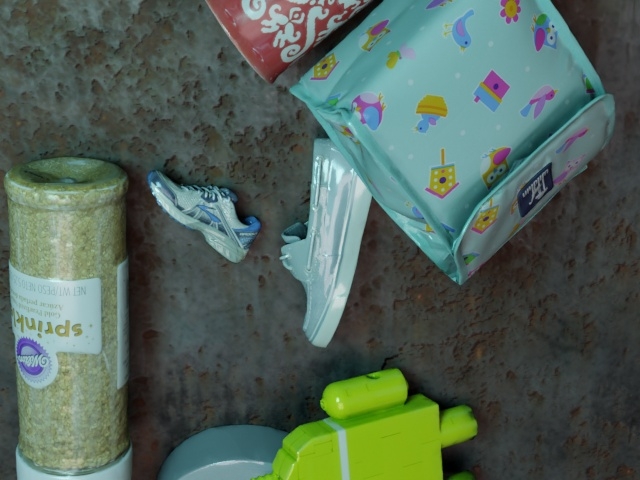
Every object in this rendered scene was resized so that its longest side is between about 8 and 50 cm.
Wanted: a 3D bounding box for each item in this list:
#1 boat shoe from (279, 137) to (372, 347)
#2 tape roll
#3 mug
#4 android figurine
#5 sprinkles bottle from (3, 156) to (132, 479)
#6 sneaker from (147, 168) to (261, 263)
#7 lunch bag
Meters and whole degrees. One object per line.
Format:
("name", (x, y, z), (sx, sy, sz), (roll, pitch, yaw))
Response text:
("boat shoe", (0.000, 0.000, 1.118), (0.081, 0.079, 0.227), (12, 110, -1))
("tape roll", (-0.091, 0.323, 1.271), (0.219, 0.072, 0.219), (-1, 116, -3))
("mug", (-0.019, -0.248, 0.970), (0.169, 0.113, 0.150), (-33, 115, 10))
("android figurine", (0.051, 0.270, 1.204), (0.273, 0.056, 0.248), (-12, 106, -22))
("sprinkles bottle", (-0.254, 0.098, 1.106), (0.121, 0.121, 0.355), (2, 110, -4))
("sneaker", (-0.116, -0.037, 1.108), (0.135, 0.052, 0.058), (38, 99, -27))
("lunch bag", (0.140, -0.108, 1.003), (0.223, 0.160, 0.262), (-45, 121, -6))
